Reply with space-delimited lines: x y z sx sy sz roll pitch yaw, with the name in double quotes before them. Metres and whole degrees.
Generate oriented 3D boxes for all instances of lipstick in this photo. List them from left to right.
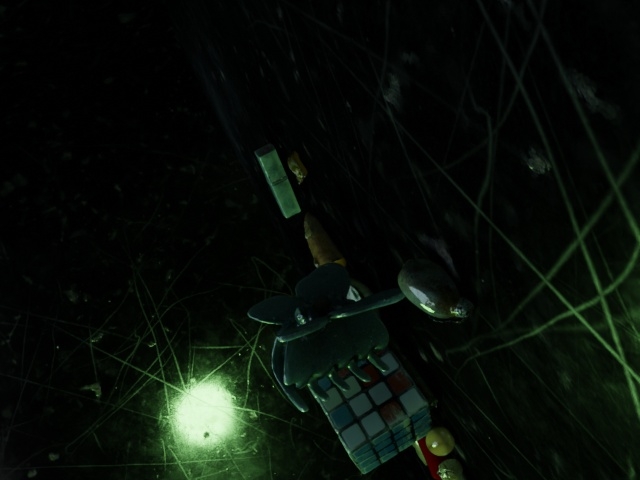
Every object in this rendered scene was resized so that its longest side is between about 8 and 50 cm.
"lipstick" -0.156 -0.216 2.136 0.077 0.076 0.290 49 164 52
"lipstick" 0.341 0.631 1.792 0.241 0.080 0.080 66 171 -15

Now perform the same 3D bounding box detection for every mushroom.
"mushroom" 0.099 0.229 1.738 0.189 0.164 0.267 29 118 30
"mushroom" 0.422 0.747 1.679 0.223 0.081 0.092 63 -170 13

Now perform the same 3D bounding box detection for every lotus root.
"lotus root" 0.198 0.091 1.004 0.165 0.088 0.088 42 160 40

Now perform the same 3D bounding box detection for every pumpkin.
"pumpkin" -0.065 -0.222 1.745 0.101 0.035 0.073 64 161 14

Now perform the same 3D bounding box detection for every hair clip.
"hair clip" 0.018 0.244 1.457 0.392 0.318 0.238 18 126 62

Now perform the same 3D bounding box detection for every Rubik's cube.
"Rubik's cube" 0.147 0.470 1.649 0.253 0.256 0.259 55 174 37

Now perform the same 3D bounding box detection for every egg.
"egg" 0.335 0.560 1.606 0.080 0.080 0.096 58 174 26

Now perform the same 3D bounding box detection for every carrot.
"carrot" 0.000 0.000 1.898 0.102 0.102 0.263 75 171 -55

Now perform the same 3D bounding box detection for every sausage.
"sausage" 0.256 0.368 1.641 0.269 0.032 0.033 55 169 42

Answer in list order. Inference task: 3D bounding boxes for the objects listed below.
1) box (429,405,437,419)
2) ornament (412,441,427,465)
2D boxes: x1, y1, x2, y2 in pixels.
"box" 0.313 0.482 1.689 0.082 0.023 0.051 67 171 -28
"ornament" 0.344 0.698 2.037 0.230 0.061 0.245 110 135 -81
